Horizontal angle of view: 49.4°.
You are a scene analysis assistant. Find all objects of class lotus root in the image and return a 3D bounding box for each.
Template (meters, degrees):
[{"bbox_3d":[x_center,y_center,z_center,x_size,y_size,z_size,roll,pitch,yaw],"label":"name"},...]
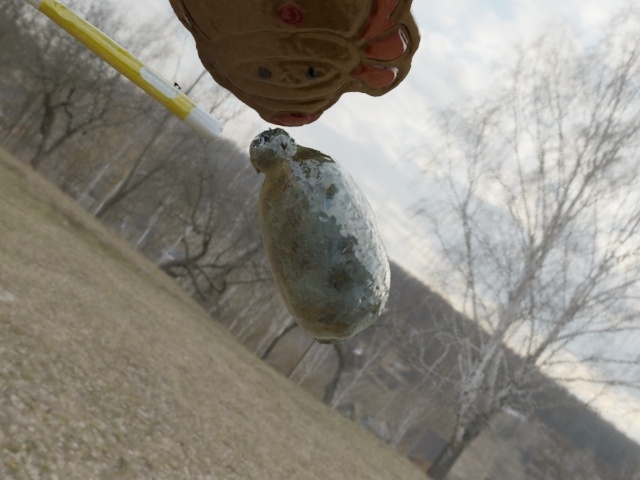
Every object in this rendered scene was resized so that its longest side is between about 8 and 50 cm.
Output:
[{"bbox_3d":[0.002,0.000,0.988,0.175,0.175,0.349,31,-34,56],"label":"lotus root"}]

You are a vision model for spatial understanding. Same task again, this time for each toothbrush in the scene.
[{"bbox_3d":[-0.192,-0.170,0.534,0.288,0.021,0.024,36,-33,-11],"label":"toothbrush"}]

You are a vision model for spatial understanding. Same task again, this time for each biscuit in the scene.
[{"bbox_3d":[-0.033,-0.304,1.013,0.359,0.074,0.381,3,-36,1],"label":"biscuit"}]
